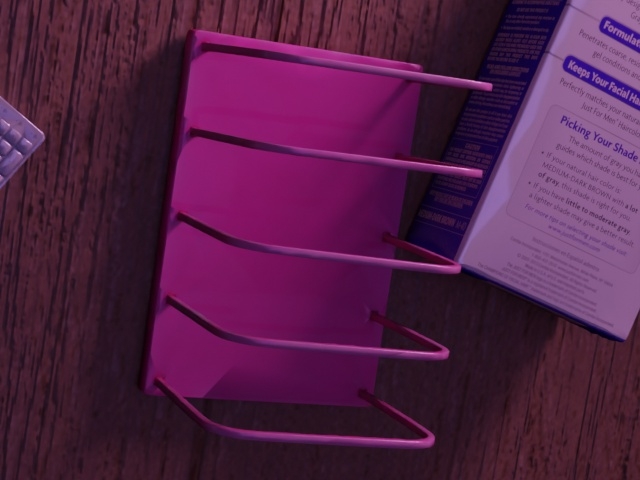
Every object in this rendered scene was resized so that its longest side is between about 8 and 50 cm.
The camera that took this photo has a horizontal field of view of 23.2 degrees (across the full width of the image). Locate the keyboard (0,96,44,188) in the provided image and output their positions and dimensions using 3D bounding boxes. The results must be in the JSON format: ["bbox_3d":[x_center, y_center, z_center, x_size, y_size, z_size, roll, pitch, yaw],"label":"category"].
[{"bbox_3d":[-0.317,-0.131,1.128,0.256,0.014,0.072,42,81,-23],"label":"keyboard"}]

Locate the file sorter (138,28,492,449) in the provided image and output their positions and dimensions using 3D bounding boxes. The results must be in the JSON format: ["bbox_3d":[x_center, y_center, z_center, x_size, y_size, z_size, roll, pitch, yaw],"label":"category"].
[{"bbox_3d":[0.000,0.000,1.194,0.202,0.182,0.291,6,97,-24],"label":"file sorter"}]

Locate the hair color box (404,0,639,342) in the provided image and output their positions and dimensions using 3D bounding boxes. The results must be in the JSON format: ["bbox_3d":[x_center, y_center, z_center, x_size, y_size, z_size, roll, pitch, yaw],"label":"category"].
[{"bbox_3d":[0.229,-0.108,1.316,0.185,0.110,0.339,24,91,-24],"label":"hair color box"}]
